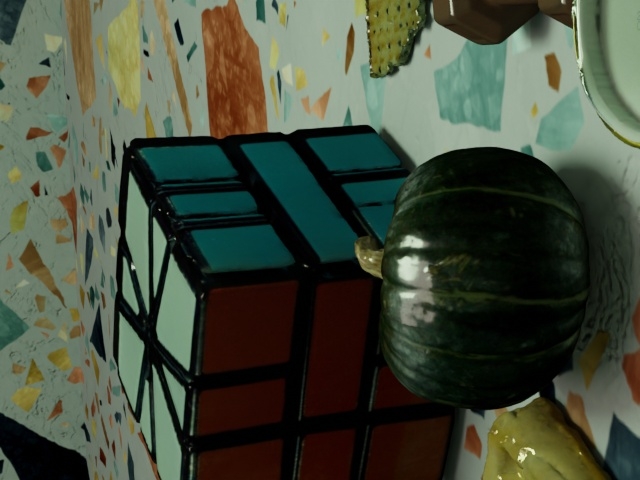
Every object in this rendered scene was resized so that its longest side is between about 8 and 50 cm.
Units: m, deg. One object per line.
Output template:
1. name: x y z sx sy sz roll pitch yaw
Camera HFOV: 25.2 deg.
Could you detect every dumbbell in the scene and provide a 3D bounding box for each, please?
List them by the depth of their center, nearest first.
1. dumbbell: 0.162 -0.195 1.076 0.082 0.092 0.231 -67 22 -3

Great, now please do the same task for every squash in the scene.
1. squash: 0.122 0.031 1.119 0.218 0.172 0.218 167 90 -81

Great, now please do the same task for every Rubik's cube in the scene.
1. Rubik's cube: -0.035 0.074 1.400 0.288 0.283 0.293 -122 36 -52

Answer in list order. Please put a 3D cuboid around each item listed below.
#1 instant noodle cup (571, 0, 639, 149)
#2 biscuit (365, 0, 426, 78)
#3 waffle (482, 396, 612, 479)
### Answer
1. instant noodle cup: 0.238 -0.124 0.802 0.182 0.144 0.182 175 90 -70
2. biscuit: 0.070 -0.264 1.401 0.144 0.016 0.203 -175 81 -70
3. waffle: 0.179 0.283 1.202 0.168 0.057 0.274 -122 32 -51
